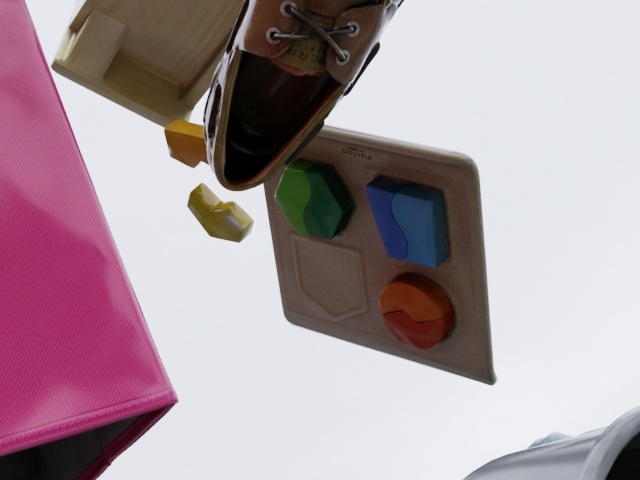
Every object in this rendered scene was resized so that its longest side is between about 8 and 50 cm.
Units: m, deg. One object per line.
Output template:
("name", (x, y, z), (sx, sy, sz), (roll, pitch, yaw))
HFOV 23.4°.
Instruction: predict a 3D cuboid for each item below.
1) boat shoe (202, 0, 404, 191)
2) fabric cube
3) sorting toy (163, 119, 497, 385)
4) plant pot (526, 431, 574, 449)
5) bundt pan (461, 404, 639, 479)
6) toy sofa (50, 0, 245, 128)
("boat shoe", (0.001, -0.149, 1.053), (0.110, 0.104, 0.307), (18, -43, -8))
("fabric cube", (-0.271, 0.043, 0.862), (0.254, 0.258, 0.259), (-16, -15, -30))
("sorting toy", (0.000, 0.000, 1.271), (0.307, 0.041, 0.229), (14, -49, 34))
("plant pot", (0.210, 0.286, 1.165), (0.248, 0.252, 0.247), (-45, -11, -7))
("bundt pan", (0.117, 0.224, 0.585), (0.330, 0.331, 0.124), (14, -18, -39))
("toy sofa", (-0.099, -0.273, 1.399), (0.150, 0.177, 0.362), (26, -38, -17))
